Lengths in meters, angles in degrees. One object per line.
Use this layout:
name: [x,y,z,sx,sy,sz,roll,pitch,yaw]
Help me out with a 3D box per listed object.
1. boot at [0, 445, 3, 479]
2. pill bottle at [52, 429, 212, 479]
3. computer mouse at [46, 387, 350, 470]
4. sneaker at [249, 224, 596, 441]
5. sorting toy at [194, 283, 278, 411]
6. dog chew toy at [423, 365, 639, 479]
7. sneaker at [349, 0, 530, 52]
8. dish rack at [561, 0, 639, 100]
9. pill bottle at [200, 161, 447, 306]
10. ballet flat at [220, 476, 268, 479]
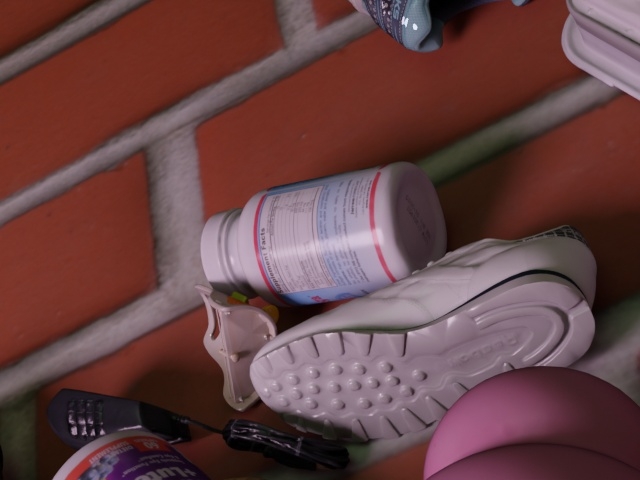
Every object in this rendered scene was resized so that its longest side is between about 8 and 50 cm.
boot: [-0.346,0.253,1.057,0.338,0.118,0.223,-42,20,-2]
pill bottle: [-0.082,0.202,0.963,0.108,0.108,0.193,-48,41,-11]
computer mouse: [-0.089,0.137,1.070,0.242,0.071,0.041,5,74,35]
sneaker: [0.066,0.057,1.020,0.235,0.090,0.095,-16,32,20]
sorting toy: [-0.064,0.063,1.111,0.045,0.083,0.075,-24,32,-29]
dog chew toy: [0.108,0.196,0.768,0.206,0.206,0.332,-17,36,24]
sneaker: [0.155,-0.245,1.231,0.283,0.110,0.122,-37,58,6]
dish rack: [0.331,-0.189,1.050,0.285,0.072,0.333,-42,41,-5]
pill bottle: [0.000,0.000,1.106,0.160,0.087,0.087,-10,48,31]
ballet flat: [-0.037,0.272,0.772,0.116,0.124,0.342,-7,68,12]
